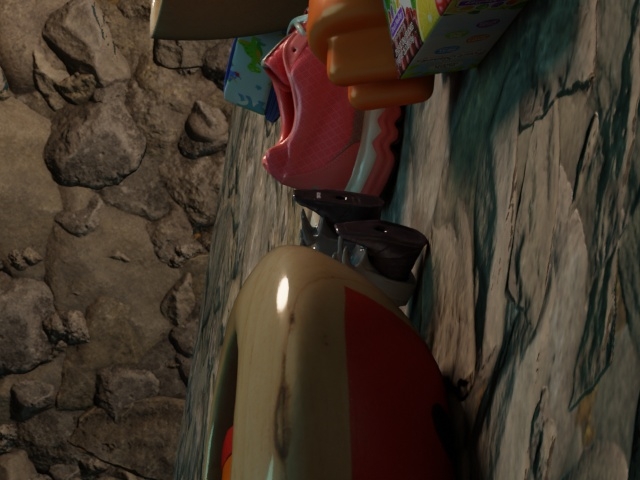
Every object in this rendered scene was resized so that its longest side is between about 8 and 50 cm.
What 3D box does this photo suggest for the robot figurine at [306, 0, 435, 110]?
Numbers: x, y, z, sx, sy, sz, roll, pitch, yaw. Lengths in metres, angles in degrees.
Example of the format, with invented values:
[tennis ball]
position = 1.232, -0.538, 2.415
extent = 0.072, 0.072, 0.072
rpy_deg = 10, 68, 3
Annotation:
[robot figurine]
position = 0.055, -0.217, 1.390
extent = 0.128, 0.158, 0.219
rpy_deg = -36, 43, 56

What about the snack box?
[snack box]
position = 0.089, -0.230, 1.214
extent = 0.207, 0.070, 0.174
rpy_deg = 131, 130, -74

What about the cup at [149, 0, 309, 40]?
[cup]
position = -0.042, -0.361, 1.839
extent = 0.331, 0.237, 0.331
rpy_deg = -171, 90, -82

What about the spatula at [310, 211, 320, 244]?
[spatula]
position = 0.000, 0.000, 1.986
extent = 0.242, 0.019, 0.168
rpy_deg = -106, 26, -73

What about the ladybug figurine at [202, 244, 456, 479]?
[ladybug figurine]
position = 0.002, 0.207, 1.200
extent = 0.305, 0.162, 0.449
rpy_deg = 108, 168, -51

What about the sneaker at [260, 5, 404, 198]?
[sneaker]
position = 0.016, -0.191, 1.622
extent = 0.116, 0.136, 0.313
rpy_deg = 142, 135, -78

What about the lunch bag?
[lunch bag]
position = -0.037, -0.262, 2.057
extent = 0.176, 0.090, 0.219
rpy_deg = 111, -175, -52

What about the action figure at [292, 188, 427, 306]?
[action figure]
position = 0.016, 0.104, 1.471
extent = 0.185, 0.099, 0.285
rpy_deg = -120, 33, -63
